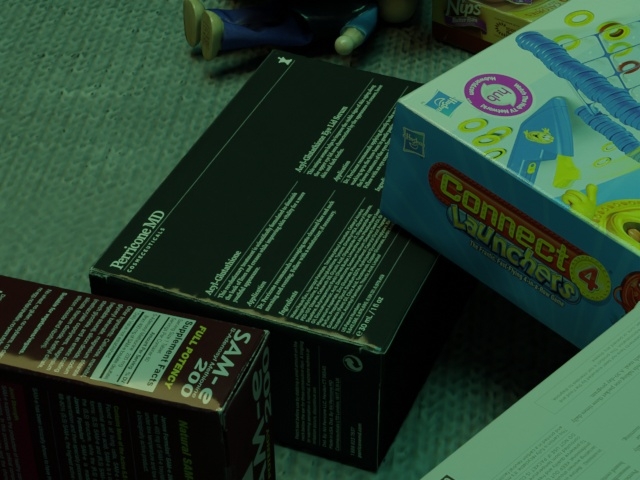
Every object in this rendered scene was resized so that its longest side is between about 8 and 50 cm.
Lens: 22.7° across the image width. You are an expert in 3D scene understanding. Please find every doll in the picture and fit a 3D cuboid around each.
[{"bbox_3d":[-0.008,-0.177,1.272,0.189,0.046,0.129,-12,29,-22],"label":"doll"}]

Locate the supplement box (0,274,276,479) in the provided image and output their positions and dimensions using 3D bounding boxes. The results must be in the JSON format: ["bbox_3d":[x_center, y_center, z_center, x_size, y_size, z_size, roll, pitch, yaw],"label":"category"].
[{"bbox_3d":[-0.148,0.093,0.862,0.240,0.130,0.073,11,39,15],"label":"supplement box"}]

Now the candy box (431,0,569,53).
[{"bbox_3d":[0.189,-0.206,1.297,0.109,0.053,0.187,27,47,32],"label":"candy box"}]

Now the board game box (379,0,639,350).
[{"bbox_3d":[0.249,-0.036,0.915,0.302,0.086,0.308,35,50,29],"label":"board game box"}]

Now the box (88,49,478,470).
[{"bbox_3d":[0.000,0.000,0.999,0.184,0.103,0.261,17,42,17],"label":"box"}]

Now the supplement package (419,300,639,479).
[{"bbox_3d":[0.167,0.170,0.733,0.203,0.149,0.194,30,49,34],"label":"supplement package"}]
